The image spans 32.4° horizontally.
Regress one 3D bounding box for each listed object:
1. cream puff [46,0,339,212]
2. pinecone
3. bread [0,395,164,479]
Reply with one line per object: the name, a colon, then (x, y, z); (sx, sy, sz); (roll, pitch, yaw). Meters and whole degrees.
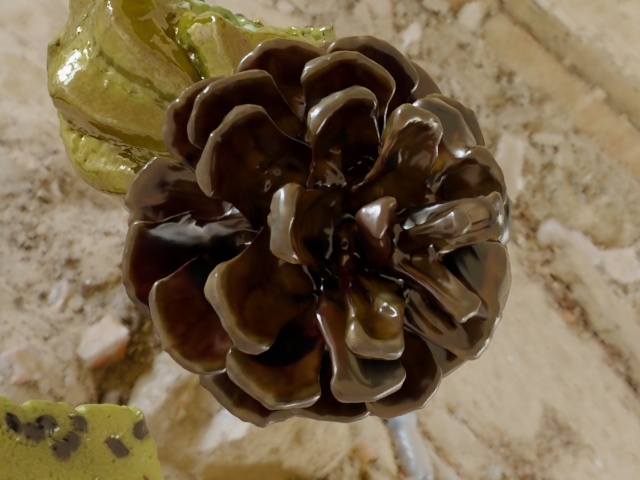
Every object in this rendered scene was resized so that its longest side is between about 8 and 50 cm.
cream puff: (-0.144, -0.126, 1.085); (0.323, 0.274, 0.270); (23, 30, 5)
pinecone: (0.000, 0.000, 0.648); (0.244, 0.244, 0.309); (40, -1, -7)
bread: (-0.306, 0.227, 1.106); (0.361, 0.077, 0.138); (14, 47, -50)
